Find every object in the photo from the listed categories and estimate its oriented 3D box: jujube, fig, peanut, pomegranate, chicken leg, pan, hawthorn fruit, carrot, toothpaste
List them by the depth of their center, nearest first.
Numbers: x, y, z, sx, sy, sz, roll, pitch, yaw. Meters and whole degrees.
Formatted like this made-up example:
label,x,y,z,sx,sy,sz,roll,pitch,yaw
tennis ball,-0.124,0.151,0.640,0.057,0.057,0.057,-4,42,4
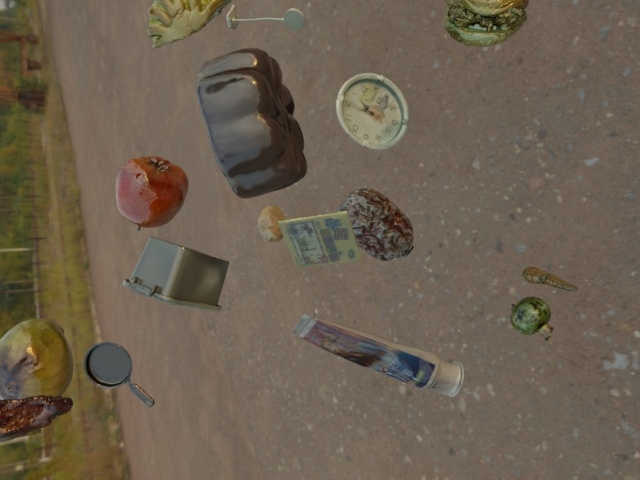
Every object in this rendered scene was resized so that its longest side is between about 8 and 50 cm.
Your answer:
label,x,y,z,sx,sy,sz,roll,pitch,yaw
chicken leg,-0.431,0.232,0.638,0.093,0.205,0.053,-24,68,57
toothpaste,0.088,0.174,0.767,0.096,0.266,0.061,121,168,-58
fig,-0.482,0.208,0.833,0.121,0.136,0.152,44,-127,-74
hawthorn fruit,-0.476,-0.117,1.376,0.196,0.197,0.225,51,121,46
pan,-0.550,0.378,1.383,0.136,0.235,0.028,-48,0,6
carrot,0.636,0.111,1.387,0.254,0.049,0.049,-140,51,-81
pomegranate,0.638,0.239,1.480,0.161,0.122,0.122,51,135,30
peanut,-0.158,-0.055,1.643,0.086,0.104,0.228,-39,11,9
jujube,0.206,-0.060,1.876,0.226,0.317,0.226,-48,14,16

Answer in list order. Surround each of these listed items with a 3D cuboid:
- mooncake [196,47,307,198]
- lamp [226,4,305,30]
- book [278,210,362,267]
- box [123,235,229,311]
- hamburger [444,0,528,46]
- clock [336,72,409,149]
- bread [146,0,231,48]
label,x,y,z,sx,sy,sz,roll,pitch,yaw
mooncake,-0.136,-0.242,1.055,0.306,0.154,0.306,-14,-90,-77
lamp,-0.124,-0.516,1.150,0.050,0.198,0.056,78,-153,-48
book,0.000,0.000,1.348,0.013,0.192,0.168,-79,-25,-50
box,-0.341,0.083,1.233,0.163,0.243,0.135,17,86,27
hamburger,0.375,-0.534,1.138,0.122,0.190,0.215,86,-162,-48
clock,0.151,-0.377,1.481,0.053,0.237,0.236,157,108,-71
bread,-0.226,-0.389,0.831,0.083,0.157,0.094,-91,-14,-65
